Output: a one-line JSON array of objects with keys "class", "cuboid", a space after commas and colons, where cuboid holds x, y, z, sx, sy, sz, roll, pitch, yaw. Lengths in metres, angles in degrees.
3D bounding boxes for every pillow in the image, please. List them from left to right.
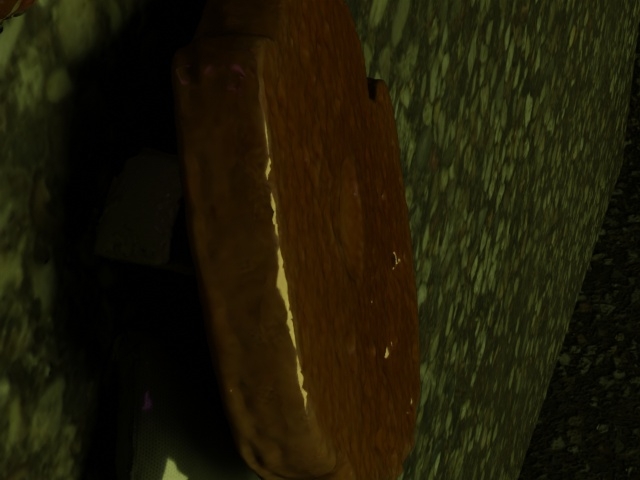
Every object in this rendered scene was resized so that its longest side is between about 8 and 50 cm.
[{"class": "pillow", "cuboid": [-0.055, 0.154, 0.781, 0.255, 0.059, 0.169, 29, 64, -61]}]

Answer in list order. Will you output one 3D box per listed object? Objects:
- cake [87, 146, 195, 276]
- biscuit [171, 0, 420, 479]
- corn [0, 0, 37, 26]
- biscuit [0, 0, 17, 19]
[{"class": "cake", "cuboid": [-0.087, 0.006, 0.691, 0.121, 0.052, 0.065, 70, 31, -59]}, {"class": "biscuit", "cuboid": [-0.001, 0.000, 0.766, 0.455, 0.078, 0.349, 53, 30, -67]}, {"class": "corn", "cuboid": [-0.141, -0.179, 0.363, 0.086, 0.086, 0.253, -57, 152, -46]}, {"class": "biscuit", "cuboid": [-0.145, -0.122, 0.313, 0.229, 0.031, 0.176, -19, 131, -32]}]
